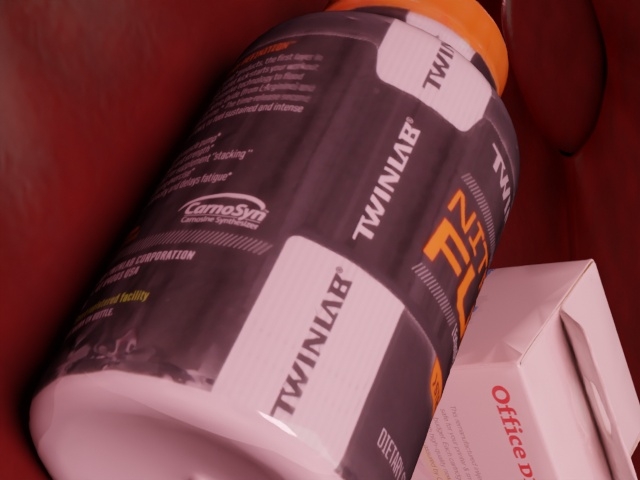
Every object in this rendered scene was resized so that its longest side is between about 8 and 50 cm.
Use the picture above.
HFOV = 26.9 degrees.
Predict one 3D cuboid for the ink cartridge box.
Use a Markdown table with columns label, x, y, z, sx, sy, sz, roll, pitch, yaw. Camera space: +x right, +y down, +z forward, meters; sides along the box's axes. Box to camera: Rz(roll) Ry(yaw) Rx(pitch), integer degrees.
| label | x | y | z | sx | sy | sz | roll | pitch | yaw |
| --- | --- | --- | --- | --- | --- | --- | --- | --- | --- |
| ink cartridge box | 0.070 | 0.072 | 0.589 | 0.090 | 0.143 | 0.092 | -45 | 120 | -48 |

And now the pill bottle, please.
| label | x | y | z | sx | sy | sz | roll | pitch | yaw |
| --- | --- | --- | --- | --- | --- | --- | --- | --- | --- |
| pill bottle | 0.000 | 0.000 | 0.516 | 0.130 | 0.130 | 0.245 | 55 | 44 | -33 |
